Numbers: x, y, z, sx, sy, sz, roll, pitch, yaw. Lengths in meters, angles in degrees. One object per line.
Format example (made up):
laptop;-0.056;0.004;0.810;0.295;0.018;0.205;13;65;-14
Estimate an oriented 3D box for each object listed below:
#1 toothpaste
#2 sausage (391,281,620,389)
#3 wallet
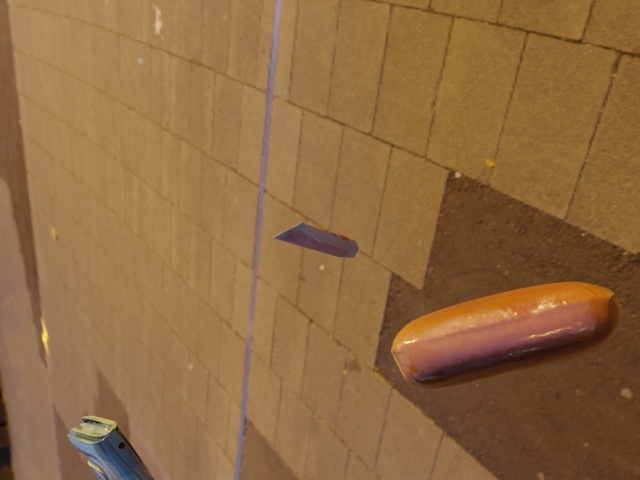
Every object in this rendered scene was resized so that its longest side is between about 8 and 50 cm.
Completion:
toothpaste;0.000;0.000;1.092;0.067;0.194;0.042;-24;67;29
sausage;0.223;0.114;0.742;0.105;0.275;0.105;-14;-90;-85
wallet;-0.437;0.501;1.339;0.176;0.075;0.250;-7;117;43
